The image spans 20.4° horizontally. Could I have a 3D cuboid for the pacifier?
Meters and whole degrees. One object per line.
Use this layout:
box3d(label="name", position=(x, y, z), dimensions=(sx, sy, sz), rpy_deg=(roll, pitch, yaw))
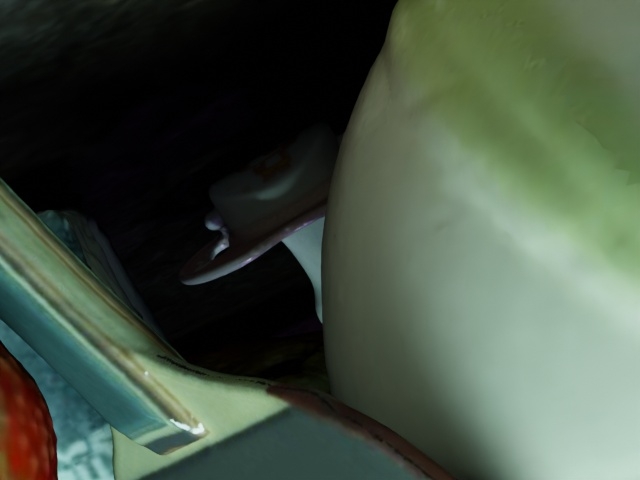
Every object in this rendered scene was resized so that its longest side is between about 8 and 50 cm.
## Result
box3d(label="pacifier", position=(0.000, 0.000, 0.645), dimensions=(0.099, 0.078, 0.081), rpy_deg=(-31, -172, 7))

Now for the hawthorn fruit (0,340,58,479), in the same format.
box3d(label="hawthorn fruit", position=(-0.164, 0.063, 0.406), dimensions=(0.163, 0.162, 0.203), rpy_deg=(-35, 147, 28))

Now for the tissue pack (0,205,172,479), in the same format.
box3d(label="tissue pack", position=(-0.145, 0.127, 0.561), dimensions=(0.257, 0.185, 0.081), rpy_deg=(-28, -176, 0))

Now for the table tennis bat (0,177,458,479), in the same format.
box3d(label="table tennis bat", position=(-0.015, 0.066, 0.452), dimensions=(0.021, 0.274, 0.154), rpy_deg=(-50, -170, -32))

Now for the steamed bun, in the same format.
box3d(label="steamed bun", position=(0.123, 0.020, 0.540), dimensions=(0.309, 0.309, 0.309), rpy_deg=(-27, 168, -6))

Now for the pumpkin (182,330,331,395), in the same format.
box3d(label="pumpkin", position=(-0.027, 0.093, 0.858), dimensions=(0.312, 0.148, 0.169), rpy_deg=(-20, 150, -26))
